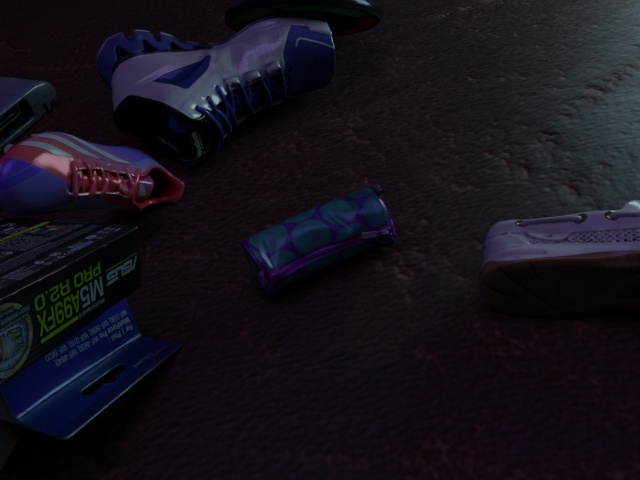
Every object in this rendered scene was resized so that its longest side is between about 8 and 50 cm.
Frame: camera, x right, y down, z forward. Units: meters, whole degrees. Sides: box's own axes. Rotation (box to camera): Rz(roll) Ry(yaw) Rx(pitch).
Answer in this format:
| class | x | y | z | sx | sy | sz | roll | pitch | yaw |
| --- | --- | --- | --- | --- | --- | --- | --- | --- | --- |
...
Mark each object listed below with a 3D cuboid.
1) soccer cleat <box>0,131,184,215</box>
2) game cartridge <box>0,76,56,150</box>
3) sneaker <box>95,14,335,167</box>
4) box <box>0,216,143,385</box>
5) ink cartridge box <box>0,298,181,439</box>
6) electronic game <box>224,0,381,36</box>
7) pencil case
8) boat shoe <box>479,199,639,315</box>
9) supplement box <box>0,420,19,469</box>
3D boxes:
| class | x | y | z | sx | sy | sz | roll | pitch | yaw |
| --- | --- | --- | --- | --- | --- | --- | --- | --- | --- |
| soccer cleat | -0.234 | -0.063 | 0.642 | 0.095 | 0.082 | 0.248 | 18 | 10 | 9 |
| game cartridge | -0.560 | -0.153 | 0.894 | 0.198 | 0.062 | 0.297 | 13 | 48 | 17 |
| sneaker | -0.131 | -0.184 | 0.803 | 0.316 | 0.127 | 0.182 | -8 | 57 | -7 |
| box | -0.294 | 0.044 | 0.451 | 0.217 | 0.060 | 0.270 | 3 | 17 | 12 |
| ink cartridge box | -0.312 | 0.077 | 0.550 | 0.333 | 0.065 | 0.165 | 7 | 18 | 16 |
| electronic game | -0.025 | -0.327 | 0.897 | 0.230 | 0.048 | 0.229 | -1 | 7 | 0 |
| pencil case | 0.000 | 0.000 | 0.611 | 0.152 | 0.064 | 0.070 | -24 | 28 | -12 |
| boat shoe | 0.280 | 0.006 | 0.524 | 0.277 | 0.098 | 0.096 | 1 | 45 | 14 |
| supplement box | -0.292 | 0.184 | 0.480 | 0.036 | 0.062 | 0.098 | 3 | 44 | 13 |
